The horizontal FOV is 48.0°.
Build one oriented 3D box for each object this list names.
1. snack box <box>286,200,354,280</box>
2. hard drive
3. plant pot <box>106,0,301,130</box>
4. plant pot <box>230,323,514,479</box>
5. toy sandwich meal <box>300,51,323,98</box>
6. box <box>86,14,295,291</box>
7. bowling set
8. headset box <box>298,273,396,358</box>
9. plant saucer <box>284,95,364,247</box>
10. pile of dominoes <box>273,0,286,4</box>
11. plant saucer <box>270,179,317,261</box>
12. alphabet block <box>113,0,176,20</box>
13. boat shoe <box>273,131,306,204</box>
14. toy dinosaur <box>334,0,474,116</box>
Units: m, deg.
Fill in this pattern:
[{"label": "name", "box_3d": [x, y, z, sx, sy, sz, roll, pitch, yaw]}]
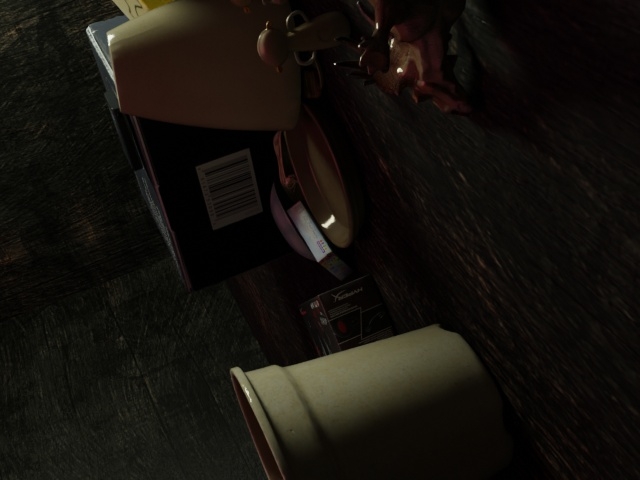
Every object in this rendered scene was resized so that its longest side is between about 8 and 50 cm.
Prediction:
[{"label": "snack box", "box_3d": [0.000, 0.000, 1.369, 0.100, 0.037, 0.141, 39, -164, -53]}, {"label": "hard drive", "box_3d": [-0.384, -0.213, 1.399, 0.094, 0.022, 0.135, -130, 24, -50]}, {"label": "plant pot", "box_3d": [-0.197, -0.288, 1.167, 0.256, 0.274, 0.256, 170, 90, -75]}, {"label": "plant pot", "box_3d": [0.079, 0.274, 0.995, 0.334, 0.306, 0.333, 159, 90, -76]}, {"label": "toy sandwich meal", "box_3d": [-0.021, -0.265, 1.138, 0.085, 0.029, 0.085, 158, 90, -76]}, {"label": "box", "box_3d": [-0.288, -0.232, 1.642, 0.471, 0.298, 0.479, 50, 156, 47]}, {"label": "bowling set", "box_3d": [-0.083, -0.375, 0.943, 0.200, 0.154, 0.286, -137, 29, -60]}, {"label": "headset box", "box_3d": [0.077, 0.228, 1.344, 0.218, 0.110, 0.293, 140, 107, -75]}, {"label": "plant saucer", "box_3d": [0.006, -0.121, 1.234, 0.277, 0.041, 0.277, 60, 165, 28]}, {"label": "pile of dominoes", "box_3d": [0.016, -0.342, 0.601, 0.040, 0.251, 0.196, 16, 148, 11]}, {"label": "plant saucer", "box_3d": [-0.056, -0.031, 1.458, 0.195, 0.037, 0.195, 56, -171, -14]}, {"label": "alphabet block", "box_3d": [-0.303, -0.517, 1.371, 0.192, 0.193, 0.197, 47, 170, -2]}, {"label": "boat shoe", "box_3d": [-0.054, -0.143, 1.401, 0.048, 0.056, 0.152, 168, 88, -81]}, {"label": "toy dinosaur", "box_3d": [0.067, -0.248, 0.654, 0.200, 0.127, 0.295, -121, 19, -79]}]
